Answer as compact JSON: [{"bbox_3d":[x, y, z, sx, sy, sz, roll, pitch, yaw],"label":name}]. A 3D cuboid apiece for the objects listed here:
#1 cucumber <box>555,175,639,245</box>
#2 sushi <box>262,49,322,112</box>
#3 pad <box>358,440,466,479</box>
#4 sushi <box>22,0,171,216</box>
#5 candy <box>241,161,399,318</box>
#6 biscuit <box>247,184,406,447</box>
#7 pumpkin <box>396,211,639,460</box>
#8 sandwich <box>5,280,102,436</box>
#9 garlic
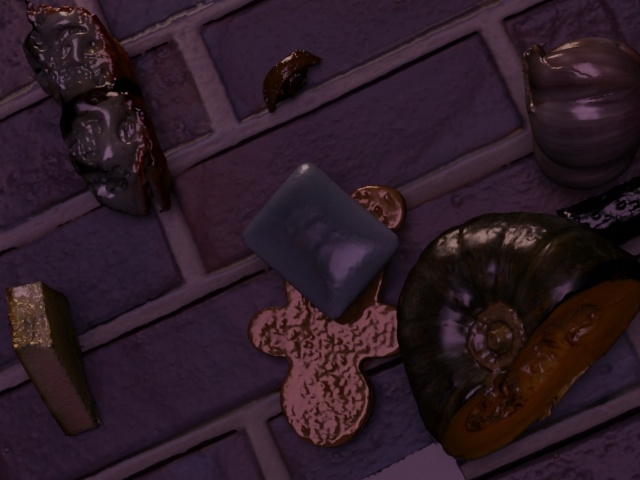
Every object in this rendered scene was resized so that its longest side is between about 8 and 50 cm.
[{"bbox_3d":[0.449,-0.073,1.910,0.303,0.072,0.081,-27,75,5],"label":"cucumber"},{"bbox_3d":[-0.044,-0.218,2.052,0.099,0.050,0.047,-45,80,11],"label":"sushi"},{"bbox_3d":[0.095,0.359,1.930,0.211,0.003,0.143,-27,75,5],"label":"pad"},{"bbox_3d":[-0.304,-0.180,2.055,0.130,0.124,0.332,-21,78,-1],"label":"sushi"},{"bbox_3d":[0.000,0.000,1.938,0.174,0.071,0.138,41,92,19],"label":"candy"},{"bbox_3d":[0.014,0.100,1.976,0.216,0.047,0.339,-5,78,14],"label":"biscuit"},{"bbox_3d":[0.229,0.087,1.868,0.325,0.242,0.232,-45,52,13],"label":"pumpkin"},{"bbox_3d":[-0.353,0.153,1.980,0.058,0.162,0.193,-18,77,4],"label":"sandwich"},{"bbox_3d":[0.349,-0.184,1.916,0.257,0.207,0.207,-19,71,-37],"label":"garlic"}]
